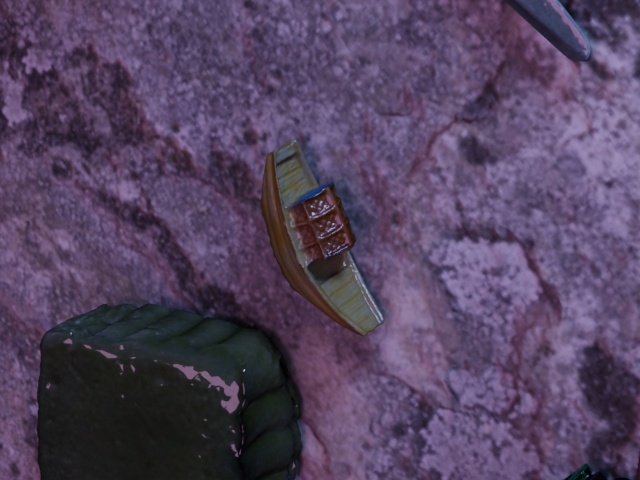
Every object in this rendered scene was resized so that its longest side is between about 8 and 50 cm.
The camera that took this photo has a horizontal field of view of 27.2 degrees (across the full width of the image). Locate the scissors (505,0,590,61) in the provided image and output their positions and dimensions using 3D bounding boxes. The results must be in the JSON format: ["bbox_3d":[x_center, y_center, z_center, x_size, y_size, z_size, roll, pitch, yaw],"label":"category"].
[{"bbox_3d":[0.053,-0.300,1.009,0.447,0.029,0.192,50,122,10],"label":"scissors"}]

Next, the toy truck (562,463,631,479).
[{"bbox_3d":[0.231,0.249,1.029,0.147,0.065,0.079,51,126,12],"label":"toy truck"}]

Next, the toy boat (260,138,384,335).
[{"bbox_3d":[0.000,0.000,1.101,0.066,0.065,0.172,-18,98,42],"label":"toy boat"}]

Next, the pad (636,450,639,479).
[{"bbox_3d":[0.317,0.222,1.013,0.158,0.003,0.235,12,109,27],"label":"pad"}]

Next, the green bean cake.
[{"bbox_3d":[-0.138,0.178,1.199,0.227,0.125,0.222,13,107,25],"label":"green bean cake"}]
